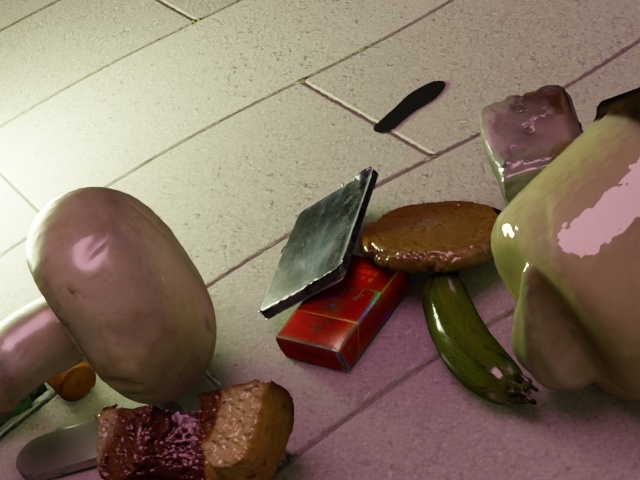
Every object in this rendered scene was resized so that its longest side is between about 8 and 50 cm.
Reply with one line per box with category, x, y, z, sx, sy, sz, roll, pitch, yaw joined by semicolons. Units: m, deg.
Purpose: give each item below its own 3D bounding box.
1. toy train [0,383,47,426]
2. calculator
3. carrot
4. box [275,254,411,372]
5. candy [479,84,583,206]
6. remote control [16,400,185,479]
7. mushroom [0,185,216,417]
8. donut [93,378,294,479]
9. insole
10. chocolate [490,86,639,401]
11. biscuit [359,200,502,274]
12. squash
toy train;-0.536;0.160;1.980;0.129;0.159;0.326;-37;38;-21
calculator;0.000;0.000;1.943;0.161;0.021;0.261;-30;23;33
carrot;-0.394;0.158;1.967;0.087;0.087;0.193;-37;37;-18
box;0.032;0.095;1.850;0.112;0.048;0.175;10;48;36
candy;0.310;-0.089;1.835;0.137;0.185;0.195;-21;41;11
remote control;-0.297;0.273;1.826;0.245;0.022;0.077;-16;35;8
mushroom;-0.286;0.080;1.788;0.315;0.315;0.356;6;16;33
donut;-0.143;0.266;1.668;0.295;0.151;0.112;-12;50;35
insole;0.147;-0.221;2.218;0.153;0.002;0.053;-41;40;-23
chocolate;0.341;0.018;1.554;0.297;0.326;0.314;-28;5;-12
biscuit;0.159;-0.004;1.867;0.226;0.042;0.226;-8;21;3
squash;0.185;0.124;1.720;0.080;0.071;0.318;9;27;-21
